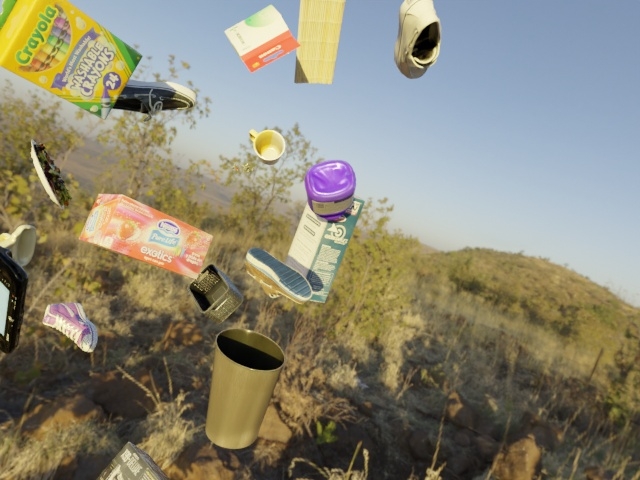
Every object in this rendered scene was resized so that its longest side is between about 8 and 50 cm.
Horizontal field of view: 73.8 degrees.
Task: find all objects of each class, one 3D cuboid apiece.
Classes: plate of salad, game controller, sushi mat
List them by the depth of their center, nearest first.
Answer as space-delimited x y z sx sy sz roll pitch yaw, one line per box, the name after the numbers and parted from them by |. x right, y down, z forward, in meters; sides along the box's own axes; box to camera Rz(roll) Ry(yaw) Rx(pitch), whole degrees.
-0.856 0.161 1.142 0.166 0.319 0.067 42 31 22 | game controller
-0.736 -0.180 1.170 0.048 0.199 0.200 -22 22 -22 | plate of salad
-0.006 -0.683 1.455 0.152 0.316 0.019 -6 51 -14 | sushi mat

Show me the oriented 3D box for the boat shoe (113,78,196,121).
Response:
-0.552 -0.444 1.359 0.307 0.104 0.113 2 -19 -31 | boat shoe

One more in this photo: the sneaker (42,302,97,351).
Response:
-1.030 0.356 1.734 0.282 0.102 0.161 35 10 33 | sneaker

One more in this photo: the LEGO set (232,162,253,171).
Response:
-0.301 -0.279 1.668 0.083 0.023 0.054 -8 -25 -14 | LEGO set

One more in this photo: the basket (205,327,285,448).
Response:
-0.189 0.357 1.016 0.154 0.226 0.204 6 13 -36 | basket

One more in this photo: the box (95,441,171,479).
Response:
-0.415 0.615 0.901 0.308 0.242 0.076 10 -38 44 | box

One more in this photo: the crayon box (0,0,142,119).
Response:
-0.619 -0.456 1.019 0.083 0.203 0.323 35 5 27 | crayon box

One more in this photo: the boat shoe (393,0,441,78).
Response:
0.232 -0.441 0.981 0.096 0.088 0.267 -23 -15 1 | boat shoe

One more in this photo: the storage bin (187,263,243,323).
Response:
-0.357 0.179 1.444 0.180 0.122 0.084 39 -9 47 | storage bin

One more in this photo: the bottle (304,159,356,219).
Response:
0.025 -0.113 1.067 0.118 0.092 0.283 -11 -10 0 | bottle

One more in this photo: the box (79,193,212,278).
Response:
-0.483 -0.008 1.207 0.154 0.142 0.300 7 -16 42 | box

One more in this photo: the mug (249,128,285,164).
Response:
-0.106 -0.191 0.874 0.062 0.078 0.064 -16 -7 -8 | mug

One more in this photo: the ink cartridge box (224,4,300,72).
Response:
-0.187 -0.640 1.347 0.224 0.181 0.056 59 -1 38 | ink cartridge box

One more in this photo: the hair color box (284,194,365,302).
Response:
0.000 0.000 1.343 0.105 0.347 0.174 14 14 -30 | hair color box

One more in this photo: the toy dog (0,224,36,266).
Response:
-1.237 0.024 1.448 0.408 0.395 0.284 27 40 4 | toy dog

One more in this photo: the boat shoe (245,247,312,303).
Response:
-0.094 0.089 0.941 0.183 0.066 0.066 37 34 27 | boat shoe
